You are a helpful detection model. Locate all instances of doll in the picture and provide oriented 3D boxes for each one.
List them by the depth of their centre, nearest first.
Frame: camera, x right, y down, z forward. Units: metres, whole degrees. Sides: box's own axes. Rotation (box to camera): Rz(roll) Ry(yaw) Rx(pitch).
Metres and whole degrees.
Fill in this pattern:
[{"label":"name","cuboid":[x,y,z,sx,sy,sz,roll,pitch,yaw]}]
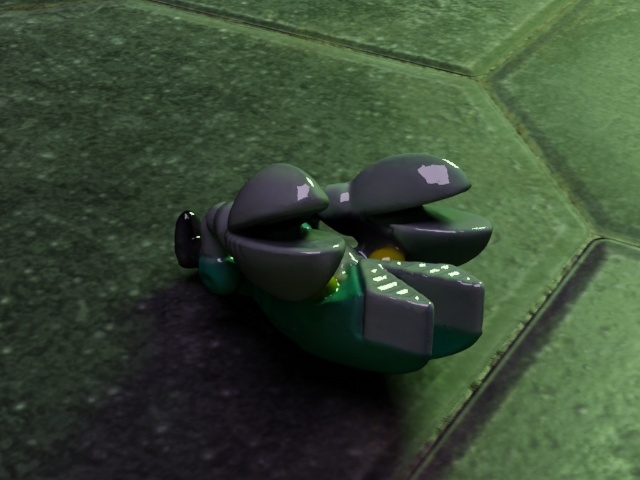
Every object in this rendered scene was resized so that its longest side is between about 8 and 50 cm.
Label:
[{"label":"doll","cuboid":[-0.009,0.007,0.742,0.258,0.153,0.195,5,21,18]}]
